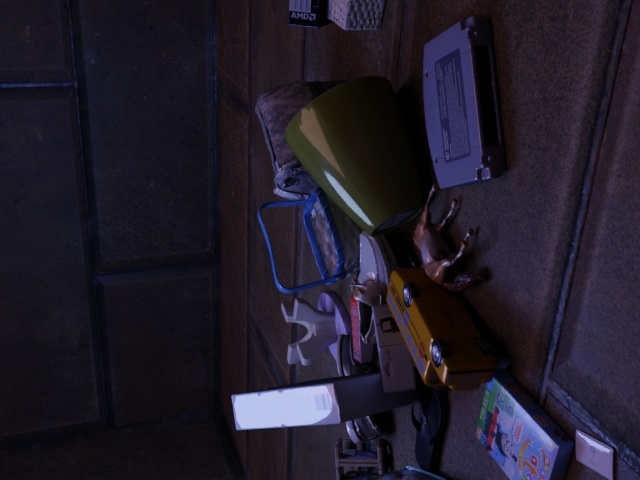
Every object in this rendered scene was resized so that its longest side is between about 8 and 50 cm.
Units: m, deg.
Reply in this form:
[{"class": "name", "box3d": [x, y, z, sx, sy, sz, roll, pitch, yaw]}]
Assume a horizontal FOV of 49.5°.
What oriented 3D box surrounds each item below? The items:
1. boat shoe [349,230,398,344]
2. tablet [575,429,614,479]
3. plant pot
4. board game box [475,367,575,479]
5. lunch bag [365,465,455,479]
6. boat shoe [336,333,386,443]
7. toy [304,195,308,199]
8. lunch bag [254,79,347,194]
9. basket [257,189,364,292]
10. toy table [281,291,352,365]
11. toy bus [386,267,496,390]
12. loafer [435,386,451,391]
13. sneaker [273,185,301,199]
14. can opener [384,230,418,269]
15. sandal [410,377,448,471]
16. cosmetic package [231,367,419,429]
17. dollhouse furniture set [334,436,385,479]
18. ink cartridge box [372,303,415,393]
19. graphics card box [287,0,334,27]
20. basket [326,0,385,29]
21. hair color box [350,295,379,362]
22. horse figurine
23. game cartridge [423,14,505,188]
[{"class": "boat shoe", "box3d": [0.128, 0.116, 1.660, 0.113, 0.103, 0.302, -143, 37, -66]}, {"class": "tablet", "box3d": [0.433, 0.339, 1.098, 0.083, 0.006, 0.054, -162, 68, -68]}, {"class": "plant pot", "box3d": [0.103, -0.166, 1.560, 0.293, 0.275, 0.275, 64, 156, 13]}, {"class": "board game box", "box3d": [0.363, 0.359, 1.255, 0.211, 0.039, 0.160, -130, 39, -56]}, {"class": "lunch bag", "box3d": [0.230, 0.635, 1.519, 0.262, 0.160, 0.223, -12, 83, 58]}, {"class": "boat shoe", "box3d": [0.111, 0.395, 1.898, 0.109, 0.091, 0.305, 34, -139, -54]}, {"class": "toy", "box3d": [-0.050, -0.247, 2.221, 0.237, 0.056, 0.137, 115, 143, -55]}, {"class": "lunch bag", "box3d": [-0.027, -0.270, 1.849, 0.212, 0.256, 0.305, 113, 146, -54]}, {"class": "basket", "box3d": [0.000, 0.000, 1.798, 0.201, 0.289, 0.255, 120, 140, -59]}, {"class": "toy table", "box3d": [-0.011, 0.272, 2.107, 0.274, 0.161, 0.252, -128, 37, -58]}, {"class": "toy bus", "box3d": [0.234, 0.179, 1.406, 0.333, 0.108, 0.130, -111, 25, -54]}, {"class": "loafer", "box3d": [0.247, 0.247, 1.507, 0.220, 0.080, 0.078, -105, 15, -51]}, {"class": "sneaker", "box3d": [-0.107, -0.175, 2.383, 0.080, 0.094, 0.212, -60, 7, 13]}, {"class": "can opener", "box3d": [0.182, 0.013, 1.662, 0.059, 0.073, 0.186, -49, 38, 9]}, {"class": "sandal", "box3d": [0.242, 0.424, 1.589, 0.097, 0.054, 0.254, -140, 47, -63]}, {"class": "cosmetic package", "box3d": [0.009, 0.388, 1.702, 0.377, 0.284, 0.097, -19, 79, 45]}, {"class": "dollhouse furniture set", "box3d": [0.118, 0.602, 1.946, 0.183, 0.129, 0.129, -31, -62, -79]}, {"class": "ink cartridge box", "box3d": [0.165, 0.241, 1.570, 0.175, 0.072, 0.127, -92, -6, -65]}, {"class": "graphics card box", "box3d": [0.002, -0.729, 1.716, 0.233, 0.094, 0.371, -54, -30, -60]}, {"class": "basket", "box3d": [0.090, -0.591, 1.641, 0.103, 0.113, 0.167, -120, 29, -44]}, {"class": "hair color box", "box3d": [0.131, 0.224, 1.788, 0.053, 0.093, 0.167, -163, 68, -69]}, {"class": "horse figurine", "box3d": [0.252, 0.012, 1.432, 0.174, 0.066, 0.263, 111, 150, -41]}, {"class": "game cartridge", "box3d": [0.267, -0.254, 1.331, 0.198, 0.062, 0.297, 173, 91, -75]}]
